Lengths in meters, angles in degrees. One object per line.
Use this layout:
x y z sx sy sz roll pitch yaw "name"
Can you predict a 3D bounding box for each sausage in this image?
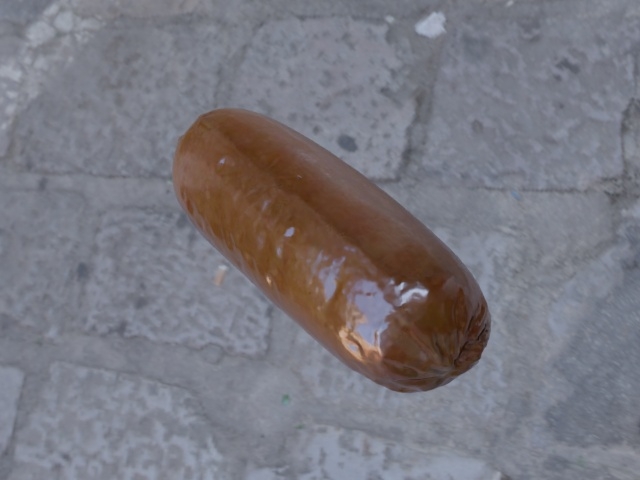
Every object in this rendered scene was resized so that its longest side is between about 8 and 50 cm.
0.000 0.000 0.472 0.076 0.076 0.197 -54 50 5 "sausage"
